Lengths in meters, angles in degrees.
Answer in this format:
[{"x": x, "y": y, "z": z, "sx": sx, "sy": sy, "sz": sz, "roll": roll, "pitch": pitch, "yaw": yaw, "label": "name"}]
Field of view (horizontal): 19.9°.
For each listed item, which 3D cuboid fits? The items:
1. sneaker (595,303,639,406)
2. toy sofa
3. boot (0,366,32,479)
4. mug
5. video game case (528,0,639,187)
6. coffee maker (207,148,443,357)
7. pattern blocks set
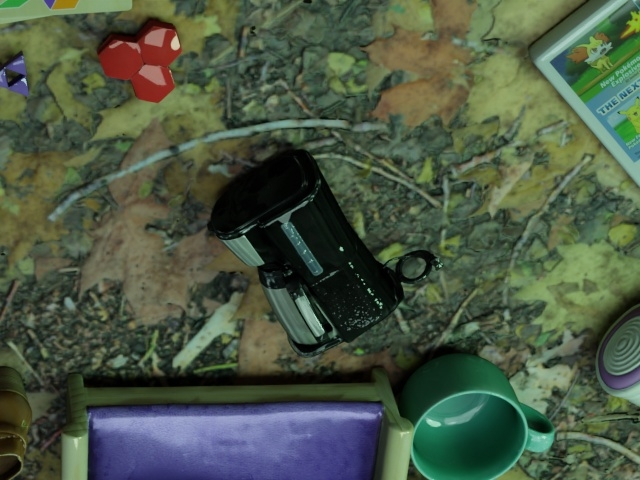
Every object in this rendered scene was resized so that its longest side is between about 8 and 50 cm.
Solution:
[{"x": 0.442, "y": 0.074, "z": 1.962, "sx": 0.305, "sy": 0.114, "sz": 0.152, "roll": -40, "pitch": 134, "yaw": 18, "label": "sneaker"}, {"x": -0.090, "y": 0.242, "z": 1.902, "sx": 0.363, "sy": 0.177, "sz": 0.150, "roll": 0, "pitch": 121, "yaw": -10, "label": "toy sofa"}, {"x": -0.382, "y": 0.215, "z": 1.840, "sx": 0.197, "sy": 0.152, "sz": 0.073, "roll": -30, "pitch": 122, "yaw": 8, "label": "boot"}, {"x": 0.158, "y": 0.194, "z": 1.967, "sx": 0.129, "sy": 0.097, "sz": 0.158, "roll": -41, "pitch": 120, "yaw": 13, "label": "mug"}, {"x": 0.422, "y": -0.189, "z": 1.825, "sx": 0.329, "sy": 0.036, "sz": 0.300, "roll": -38, "pitch": 121, "yaw": 13, "label": "video game case"}, {"x": 0.000, "y": 0.000, "z": 1.823, "sx": 0.171, "sy": 0.120, "sz": 0.178, "roll": -40, "pitch": 124, "yaw": -13, "label": "coffee maker"}, {"x": -0.243, "y": -0.279, "z": 1.643, "sx": 0.286, "sy": 0.026, "sz": 0.324, "roll": 3, "pitch": 120, "yaw": -12, "label": "pattern blocks set"}]
